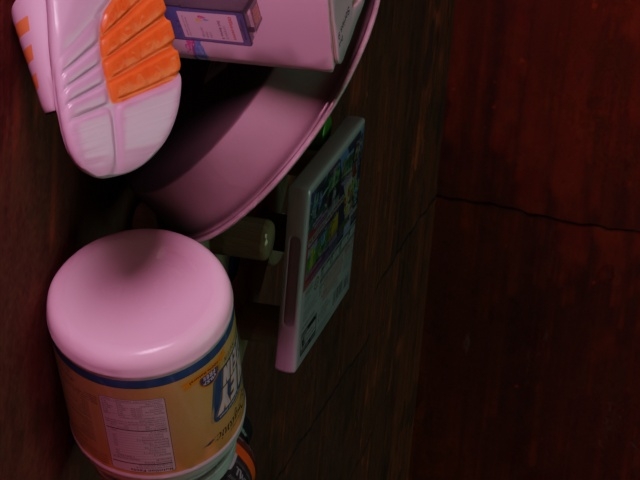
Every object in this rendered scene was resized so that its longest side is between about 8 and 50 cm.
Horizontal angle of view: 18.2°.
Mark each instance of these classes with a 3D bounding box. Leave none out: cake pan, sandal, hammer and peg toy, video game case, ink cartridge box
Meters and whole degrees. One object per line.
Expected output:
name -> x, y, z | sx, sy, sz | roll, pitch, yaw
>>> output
cake pan -> -0.062, -0.133, 1.615 | 0.293, 0.054, 0.293 | -43, -153, 28
sandal -> -0.167, -0.175, 1.379 | 0.102, 0.076, 0.265 | -12, 94, -39
hammer and peg toy -> -0.066, -0.014, 1.892 | 0.361, 0.127, 0.266 | 78, 23, -61
video game case -> 0.000, 0.000, 1.857 | 0.201, 0.023, 0.183 | -53, 151, -63
ink cartridge box -> -0.073, -0.214, 1.481 | 0.093, 0.212, 0.154 | 86, 17, -47

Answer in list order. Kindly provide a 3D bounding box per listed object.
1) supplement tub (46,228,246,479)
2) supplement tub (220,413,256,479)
supplement tub -> -0.134, 0.103, 1.587 | 0.200, 0.144, 0.144 | 86, 16, -48
supplement tub -> -0.121, 0.239, 1.863 | 0.198, 0.106, 0.106 | -71, 165, -45
